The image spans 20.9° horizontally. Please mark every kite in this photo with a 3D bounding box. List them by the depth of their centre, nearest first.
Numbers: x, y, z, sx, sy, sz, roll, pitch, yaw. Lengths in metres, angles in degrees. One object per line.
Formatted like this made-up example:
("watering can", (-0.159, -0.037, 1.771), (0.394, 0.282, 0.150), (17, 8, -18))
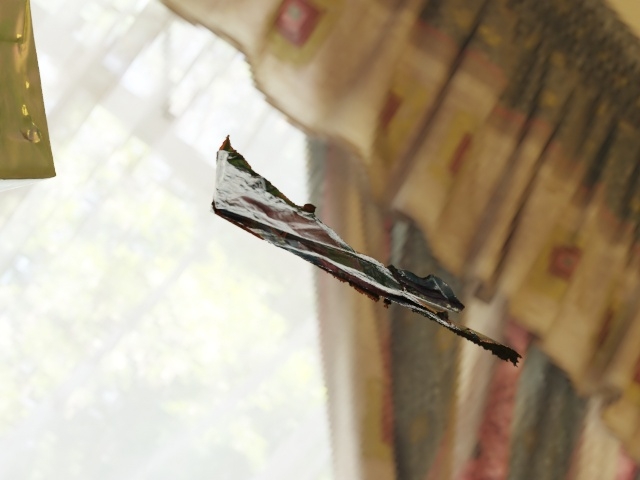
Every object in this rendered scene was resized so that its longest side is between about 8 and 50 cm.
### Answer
("kite", (0.000, 0.000, 1.108), (0.234, 0.016, 0.321), (21, -12, 45))

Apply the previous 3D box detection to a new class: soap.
("soap", (-0.339, -0.120, 1.437), (0.199, 0.182, 0.138), (-11, -2, 25))
